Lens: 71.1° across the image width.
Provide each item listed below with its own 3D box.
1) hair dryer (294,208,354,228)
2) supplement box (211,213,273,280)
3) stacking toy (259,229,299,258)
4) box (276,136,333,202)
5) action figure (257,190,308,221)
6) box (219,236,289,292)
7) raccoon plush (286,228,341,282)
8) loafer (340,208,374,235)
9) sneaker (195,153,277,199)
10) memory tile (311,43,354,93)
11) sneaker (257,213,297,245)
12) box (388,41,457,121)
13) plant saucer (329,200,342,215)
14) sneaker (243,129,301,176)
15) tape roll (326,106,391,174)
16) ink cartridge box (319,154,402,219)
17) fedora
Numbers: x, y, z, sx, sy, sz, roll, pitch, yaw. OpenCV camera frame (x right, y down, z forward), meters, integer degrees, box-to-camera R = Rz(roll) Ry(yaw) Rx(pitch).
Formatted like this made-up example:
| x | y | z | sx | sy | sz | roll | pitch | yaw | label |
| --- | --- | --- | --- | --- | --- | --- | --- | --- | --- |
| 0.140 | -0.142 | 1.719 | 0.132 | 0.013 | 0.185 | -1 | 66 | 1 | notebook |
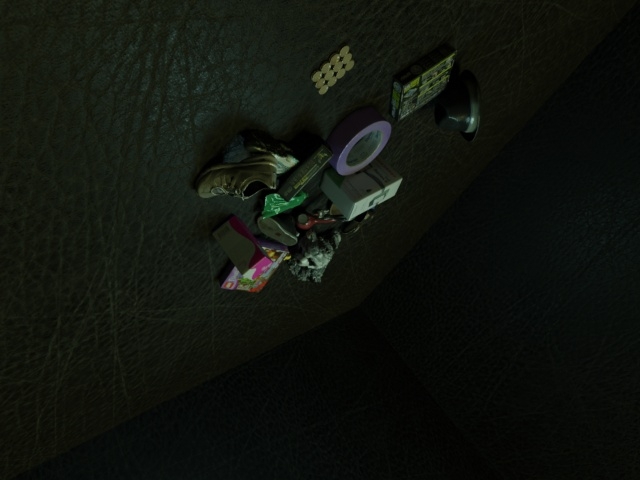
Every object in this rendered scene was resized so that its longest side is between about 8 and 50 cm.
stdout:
| x | y | z | sx | sy | sz | roll | pitch | yaw | label |
| --- | --- | --- | --- | --- | --- | --- | --- | --- | --- |
| -0.005 | -0.083 | 2.002 | 0.223 | 0.080 | 0.293 | 9 | 174 | -36 | hair dryer |
| -0.292 | 0.027 | 1.685 | 0.111 | 0.220 | 0.114 | -39 | 160 | 0 | supplement box |
| -0.207 | 0.033 | 2.048 | 0.221 | 0.052 | 0.167 | -14 | 141 | -40 | stacking toy |
| -0.057 | -0.256 | 1.598 | 0.233 | 0.059 | 0.183 | -45 | -165 | 13 | box |
| -0.141 | -0.159 | 1.786 | 0.232 | 0.064 | 0.137 | -19 | 150 | -36 | action figure |
| -0.298 | 0.114 | 1.994 | 0.200 | 0.057 | 0.293 | 13 | 129 | -35 | box |
| 0.000 | 0.000 | 2.221 | 0.299 | 0.216 | 0.447 | -55 | -176 | 47 | raccoon plush |
| 0.190 | -0.109 | 2.456 | 0.220 | 0.080 | 0.078 | -38 | 151 | 19 | loafer |
| -0.261 | -0.174 | 1.363 | 0.280 | 0.116 | 0.105 | -15 | 159 | 19 | sneaker |
| 0.038 | -0.528 | 1.387 | 0.148 | 0.012 | 0.113 | -41 | 160 | 6 | memory tile |
| -0.187 | -0.074 | 1.891 | 0.083 | 0.118 | 0.222 | -27 | 137 | 24 | sneaker |
| 0.397 | -0.617 | 1.762 | 0.270 | 0.060 | 0.216 | -36 | 159 | -10 | box |
| 0.145 | -0.223 | 2.190 | 0.277 | 0.041 | 0.278 | -35 | 159 | -15 | plant saucer |
| -0.168 | -0.262 | 1.457 | 0.122 | 0.110 | 0.283 | -42 | 160 | 17 | sneaker |
| 0.147 | -0.388 | 1.768 | 0.274 | 0.090 | 0.275 | -35 | 159 | -15 | tape roll |
| 0.175 | -0.249 | 1.940 | 0.289 | 0.211 | 0.122 | -29 | 156 | -29 | ink cartridge box |
| 0.576 | -0.570 | 1.936 | 0.152 | 0.335 | 0.334 | -8 | 159 | 3 | fedora |
